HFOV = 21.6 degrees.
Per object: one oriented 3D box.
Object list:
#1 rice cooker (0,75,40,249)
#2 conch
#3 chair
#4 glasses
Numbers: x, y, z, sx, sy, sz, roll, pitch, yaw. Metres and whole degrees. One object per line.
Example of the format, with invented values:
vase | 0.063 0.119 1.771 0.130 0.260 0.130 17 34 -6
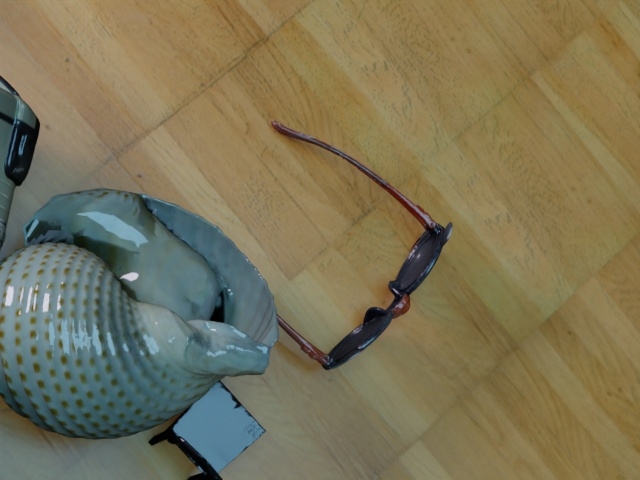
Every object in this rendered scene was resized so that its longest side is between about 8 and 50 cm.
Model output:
rice cooker | -0.435 -0.091 1.846 0.226 0.226 0.244 15 76 -13
conch | -0.221 0.100 1.874 0.319 0.215 0.303 25 41 -3
chair | -0.119 0.218 1.891 0.101 0.212 0.084 -44 94 -17
glasses | 0.000 0.000 2.012 0.268 0.118 0.234 40 74 -7
